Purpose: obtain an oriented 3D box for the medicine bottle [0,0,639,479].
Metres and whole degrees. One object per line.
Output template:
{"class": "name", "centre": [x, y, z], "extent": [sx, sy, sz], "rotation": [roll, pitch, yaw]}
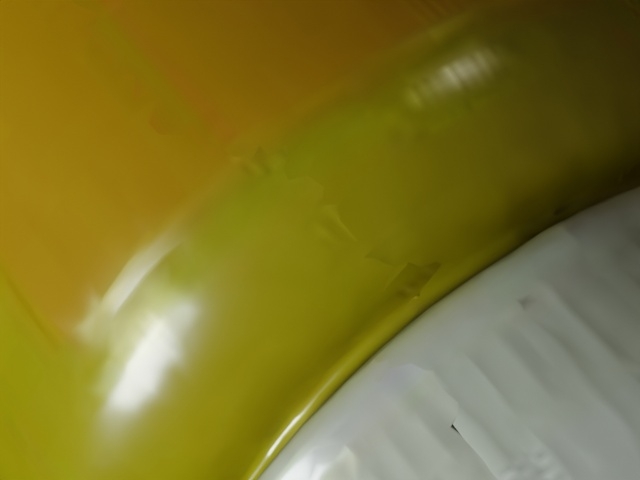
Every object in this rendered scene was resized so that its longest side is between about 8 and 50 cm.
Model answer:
{"class": "medicine bottle", "centre": [0.000, 0.000, 0.444], "extent": [0.384, 0.224, 0.224], "rotation": [50, 143, 29]}
